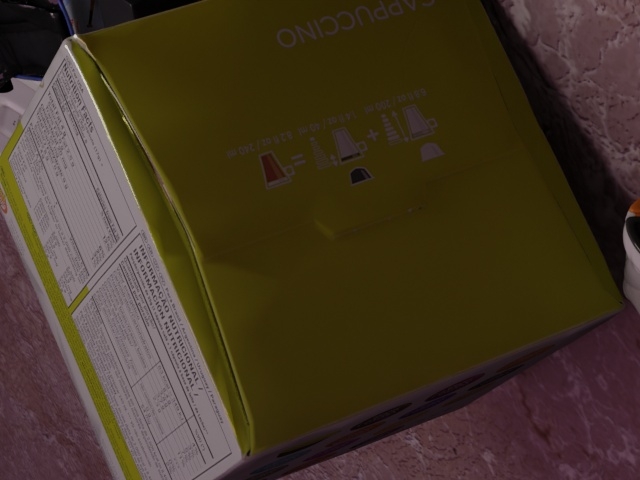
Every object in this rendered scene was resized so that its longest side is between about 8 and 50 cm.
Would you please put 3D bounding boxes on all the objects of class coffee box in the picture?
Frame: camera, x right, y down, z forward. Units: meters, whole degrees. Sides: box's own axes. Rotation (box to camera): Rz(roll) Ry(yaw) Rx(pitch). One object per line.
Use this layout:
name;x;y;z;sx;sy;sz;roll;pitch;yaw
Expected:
coffee box;-0.026;0.000;1.559;0.338;0.338;0.334;66;155;9

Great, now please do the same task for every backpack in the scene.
backpack;-0.264;-0.273;1.892;0.263;0.213;0.276;32;150;56

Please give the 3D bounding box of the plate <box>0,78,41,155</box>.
plate;-0.327;-0.139;2.208;0.278;0.045;0.277;32;151;1

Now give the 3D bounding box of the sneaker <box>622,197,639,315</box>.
sneaker;0.313;0.084;1.397;0.262;0.099;0.121;55;162;26

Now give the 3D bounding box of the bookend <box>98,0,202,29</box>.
bookend;-0.139;-0.250;1.752;0.072;0.157;0.156;34;145;40
